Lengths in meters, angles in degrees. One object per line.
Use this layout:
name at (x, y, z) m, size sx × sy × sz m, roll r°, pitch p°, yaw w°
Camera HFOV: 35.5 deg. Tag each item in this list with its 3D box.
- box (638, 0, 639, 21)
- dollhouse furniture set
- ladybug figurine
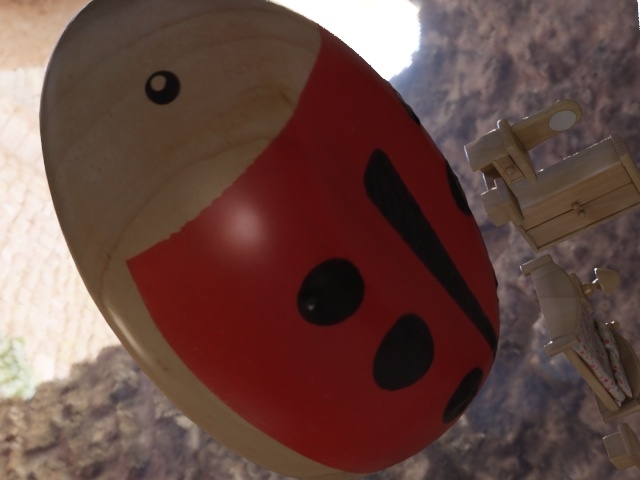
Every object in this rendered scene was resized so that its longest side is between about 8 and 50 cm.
box at (0.443, -0.197, 0.853) m, size 0.290 × 0.279 × 0.177 m, roll -14°, pitch -153°, yaw 2°
dollhouse furniture set at (0.345, 0.046, 1.216) m, size 0.174 × 0.303 × 0.355 m, roll -27°, pitch -136°, yaw 20°
ladybug figurine at (0.000, 0.000, 0.721) m, size 0.162 × 0.449 × 0.305 m, roll -11°, pitch -134°, yaw 36°
